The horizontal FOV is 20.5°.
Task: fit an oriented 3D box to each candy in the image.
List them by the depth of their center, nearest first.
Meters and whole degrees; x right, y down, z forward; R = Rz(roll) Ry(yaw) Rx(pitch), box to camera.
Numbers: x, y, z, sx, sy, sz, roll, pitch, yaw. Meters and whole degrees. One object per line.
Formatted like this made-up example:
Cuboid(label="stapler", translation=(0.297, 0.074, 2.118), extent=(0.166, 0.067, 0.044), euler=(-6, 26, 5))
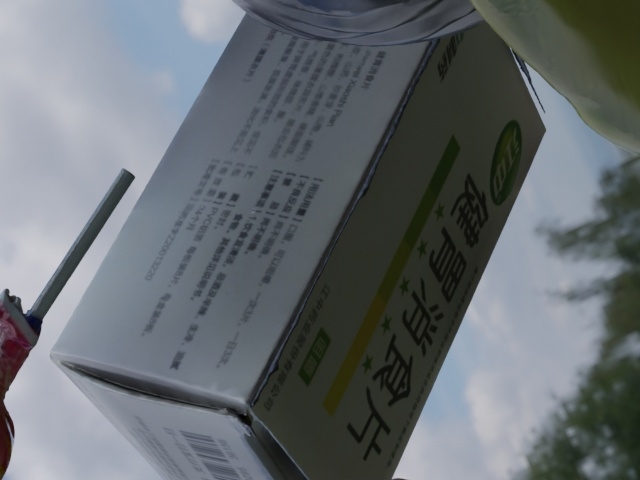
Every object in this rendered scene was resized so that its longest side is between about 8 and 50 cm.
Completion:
Cuboid(label="candy", translation=(-0.277, 0.089, 1.633), extent=(0.124, 0.365, 0.124), euler=(32, 177, 2))

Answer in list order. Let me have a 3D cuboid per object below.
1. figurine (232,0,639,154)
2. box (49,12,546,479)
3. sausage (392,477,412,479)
Cuboid(label="figurine", translation=(0.035, -0.247, 0.563), extent=(0.377, 0.361, 0.266), euler=(35, 159, 44))
Cuboid(label="box", translation=(-0.001, 0.002, 1.054), extent=(0.333, 0.145, 0.173), euler=(-63, -36, -24))
Cuboid(label="sausage", translation=(0.147, 0.298, 1.671), extent=(0.238, 0.098, 0.098), euler=(23, 176, 19))
